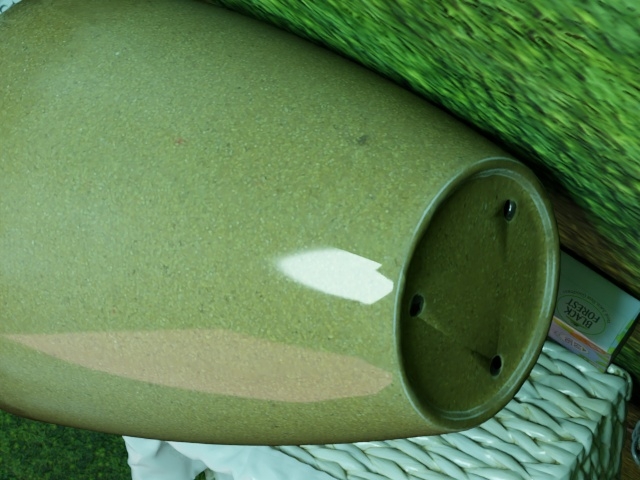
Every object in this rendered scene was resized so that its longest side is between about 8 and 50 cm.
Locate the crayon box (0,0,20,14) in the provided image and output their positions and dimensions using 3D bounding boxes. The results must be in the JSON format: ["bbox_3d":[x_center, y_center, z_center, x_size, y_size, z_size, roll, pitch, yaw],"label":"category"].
[{"bbox_3d":[-0.328,-0.203,0.904,0.363,0.106,0.313,36,161,-8],"label":"crayon box"}]

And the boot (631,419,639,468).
[{"bbox_3d":[0.300,0.191,1.067,0.229,0.091,0.263,38,165,-34],"label":"boot"}]

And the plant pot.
[{"bbox_3d":[-0.026,0.004,0.675,0.254,0.237,0.237,14,163,41],"label":"plant pot"}]

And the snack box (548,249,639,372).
[{"bbox_3d":[0.115,0.018,0.823,0.141,0.037,0.100,34,177,14],"label":"snack box"}]

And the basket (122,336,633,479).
[{"bbox_3d":[0.059,0.227,1.169,0.331,0.266,0.328,23,139,29],"label":"basket"}]

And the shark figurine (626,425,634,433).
[{"bbox_3d":[0.375,0.299,1.541,0.166,0.116,0.278,35,175,23],"label":"shark figurine"}]
